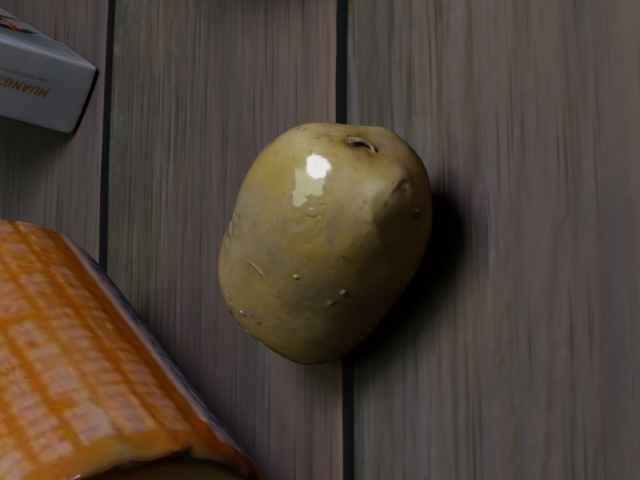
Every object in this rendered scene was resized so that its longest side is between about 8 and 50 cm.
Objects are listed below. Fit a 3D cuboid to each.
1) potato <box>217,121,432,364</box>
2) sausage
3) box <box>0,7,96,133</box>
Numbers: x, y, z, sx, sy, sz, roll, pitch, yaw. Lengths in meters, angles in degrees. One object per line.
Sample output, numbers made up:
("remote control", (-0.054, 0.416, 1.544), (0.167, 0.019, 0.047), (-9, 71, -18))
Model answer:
("potato", (0.000, 0.000, 1.092), (0.178, 0.118, 0.109), (-59, 4, 40))
("sausage", (-0.182, 0.150, 1.175), (0.287, 0.233, 0.233), (46, 114, 45))
("box", (-0.306, -0.165, 1.484), (0.233, 0.149, 0.067), (33, 108, 50))
